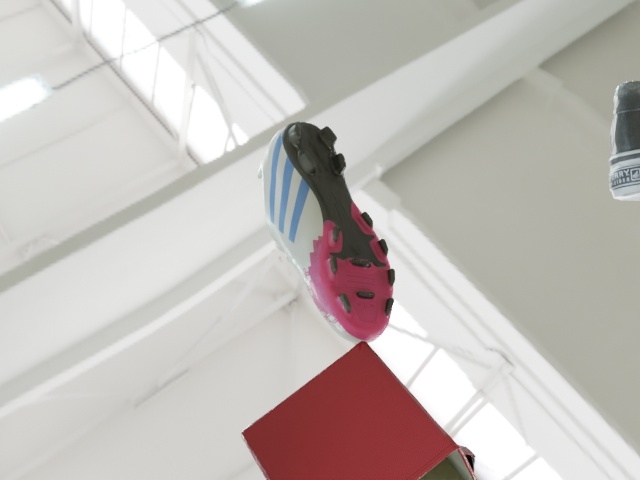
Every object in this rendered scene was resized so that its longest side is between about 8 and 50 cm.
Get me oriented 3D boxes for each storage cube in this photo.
[{"bbox_3d":[0.057,0.272,0.982,0.215,0.184,0.193,-37,-136,-7],"label":"storage cube"}]

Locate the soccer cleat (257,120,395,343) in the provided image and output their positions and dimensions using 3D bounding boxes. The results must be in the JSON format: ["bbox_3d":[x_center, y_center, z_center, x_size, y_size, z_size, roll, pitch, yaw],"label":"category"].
[{"bbox_3d":[0.000,0.000,1.117,0.116,0.143,0.331,2,-122,-34],"label":"soccer cleat"}]

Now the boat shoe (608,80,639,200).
[{"bbox_3d":[0.367,-0.084,0.690,0.306,0.113,0.105,0,-94,-15],"label":"boat shoe"}]
